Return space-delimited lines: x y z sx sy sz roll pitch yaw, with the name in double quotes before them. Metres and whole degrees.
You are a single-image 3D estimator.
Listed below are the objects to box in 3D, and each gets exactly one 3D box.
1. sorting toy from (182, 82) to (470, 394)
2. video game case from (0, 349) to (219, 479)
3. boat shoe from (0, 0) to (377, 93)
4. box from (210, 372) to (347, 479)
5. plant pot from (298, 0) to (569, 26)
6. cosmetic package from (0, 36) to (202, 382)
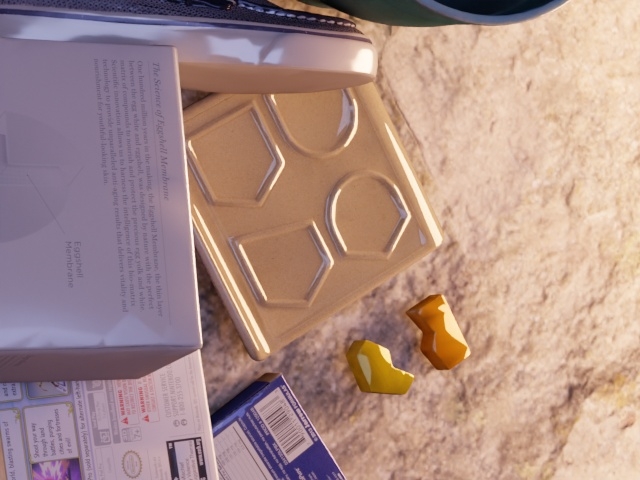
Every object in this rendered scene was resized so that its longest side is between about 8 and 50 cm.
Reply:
"sorting toy" 0.000 0.000 1.508 0.229 0.041 0.307 -33 104 -29
"video game case" -0.209 0.115 1.353 0.244 0.061 0.269 -4 79 -29
"boat shoe" -0.117 -0.204 1.382 0.341 0.127 0.158 4 83 -19
"box" -0.087 0.226 1.451 0.225 0.036 0.136 -37 104 -25
"plant pot" 0.062 -0.287 1.423 0.272 0.255 0.271 1 87 -28
"cosmetic package" -0.217 -0.018 1.268 0.225 0.138 0.224 1 76 -25
